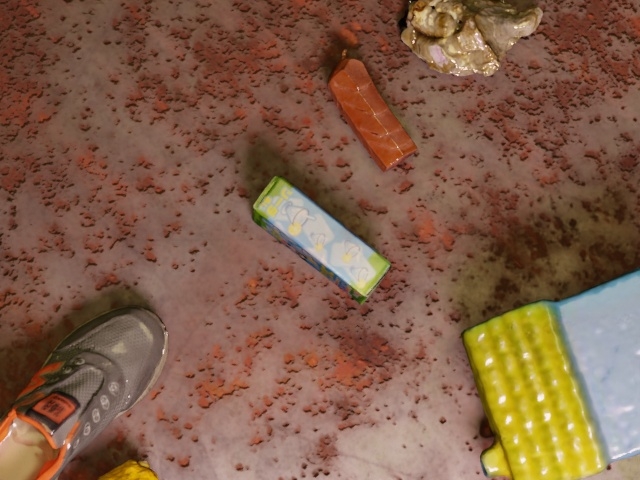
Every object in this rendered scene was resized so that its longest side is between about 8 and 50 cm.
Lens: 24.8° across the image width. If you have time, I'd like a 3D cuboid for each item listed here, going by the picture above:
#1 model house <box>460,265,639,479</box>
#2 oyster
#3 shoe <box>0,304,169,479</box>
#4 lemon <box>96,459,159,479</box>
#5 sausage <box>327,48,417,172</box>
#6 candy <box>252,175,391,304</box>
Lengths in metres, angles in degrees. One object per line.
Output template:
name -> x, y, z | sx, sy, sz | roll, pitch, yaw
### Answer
model house -> 0.332, 0.185, 1.874 | 0.303, 0.215, 0.237 | -19, 84, -2
oyster -> 0.211, -0.302, 2.003 | 0.191, 0.081, 0.163 | -21, 79, -10
shoe -> -0.328, 0.211, 1.842 | 0.132, 0.171, 0.336 | 40, 82, 3
lemon -> -0.254, 0.354, 1.856 | 0.114, 0.114, 0.155 | 20, 77, -1
sausage -> 0.063, -0.177, 1.980 | 0.065, 0.065, 0.169 | -33, 84, -8
candy -> 0.000, 0.000, 1.932 | 0.194, 0.097, 0.062 | 38, 80, 3
